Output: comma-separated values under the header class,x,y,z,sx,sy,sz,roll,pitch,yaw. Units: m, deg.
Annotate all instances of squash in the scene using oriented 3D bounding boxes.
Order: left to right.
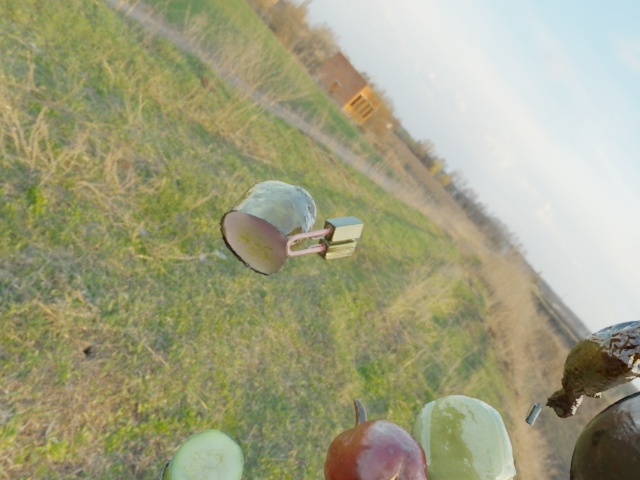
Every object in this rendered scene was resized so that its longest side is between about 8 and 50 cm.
class,x,y,z,sx,sy,sz,roll,pitch,yaw
squash,-0.328,0.657,1.496,0.220,0.133,0.220,20,32,-13

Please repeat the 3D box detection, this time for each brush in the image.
class,x,y,z,sx,sy,sz,roll,pitch,yaw
brush,0.000,0.000,1.323,0.233,0.103,0.047,-8,36,-42

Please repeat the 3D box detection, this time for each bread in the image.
class,x,y,z,sx,sy,sz,roll,pitch,yaw
bread,0.418,0.625,1.577,0.237,0.320,0.320,37,18,-50

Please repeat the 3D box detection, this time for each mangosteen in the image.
class,x,y,z,sx,sy,sz,roll,pitch,yaw
mangosteen,0.408,0.300,0.580,0.235,0.235,0.261,46,25,-10

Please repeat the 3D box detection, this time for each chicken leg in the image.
class,x,y,z,sx,sy,sz,roll,pitch,yaw
chicken leg,0.455,0.171,0.768,0.177,0.322,0.083,37,35,-37

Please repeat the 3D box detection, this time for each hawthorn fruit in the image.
class,x,y,z,sx,sy,sz,roll,pitch,yaw
hawthorn fruit,0.147,0.594,1.300,0.287,0.287,0.330,49,-14,-2

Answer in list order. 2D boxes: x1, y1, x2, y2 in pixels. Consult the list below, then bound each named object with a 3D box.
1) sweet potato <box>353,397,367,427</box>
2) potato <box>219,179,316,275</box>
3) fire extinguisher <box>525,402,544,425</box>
class,x,y,z,sx,sy,sz,roll,pitch,yaw
sweet potato,0.120,0.655,1.779,0.078,0.058,0.255,22,51,-4
potato,-0.117,-0.064,1.419,0.229,0.229,0.266,45,43,-17
fire extinguisher,0.711,0.572,1.780,0.038,0.083,0.025,36,-11,2
